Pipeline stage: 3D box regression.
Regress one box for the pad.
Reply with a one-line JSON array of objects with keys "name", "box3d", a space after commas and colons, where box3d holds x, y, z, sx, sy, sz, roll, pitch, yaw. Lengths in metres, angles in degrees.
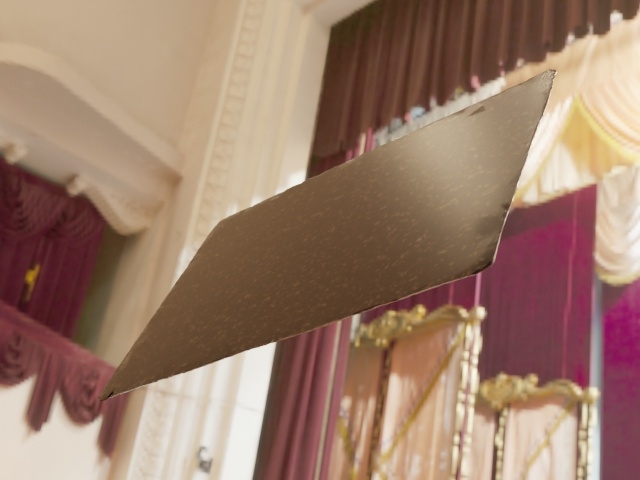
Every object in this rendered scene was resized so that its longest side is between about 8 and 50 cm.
[{"name": "pad", "box3d": [0.000, 0.000, 0.704, 0.330, 0.220, 0.004, -22, -64, 37]}]
